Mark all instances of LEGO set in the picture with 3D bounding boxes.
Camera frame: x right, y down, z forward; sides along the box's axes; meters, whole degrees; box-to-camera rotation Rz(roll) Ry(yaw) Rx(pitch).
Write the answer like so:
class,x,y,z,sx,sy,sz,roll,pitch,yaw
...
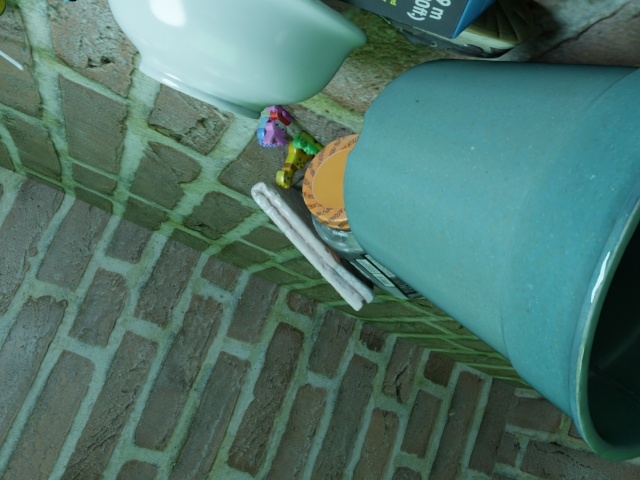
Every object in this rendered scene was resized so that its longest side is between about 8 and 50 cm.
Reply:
class,x,y,z,sx,sy,sz,roll,pitch,yaw
LEGO set,-0.055,-0.153,1.151,0.087,0.093,0.227,6,160,44

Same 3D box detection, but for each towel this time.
class,x,y,z,sx,sy,sz,roll,pitch,yaw
towel,0.000,0.000,1.292,0.317,0.053,0.332,47,-174,2

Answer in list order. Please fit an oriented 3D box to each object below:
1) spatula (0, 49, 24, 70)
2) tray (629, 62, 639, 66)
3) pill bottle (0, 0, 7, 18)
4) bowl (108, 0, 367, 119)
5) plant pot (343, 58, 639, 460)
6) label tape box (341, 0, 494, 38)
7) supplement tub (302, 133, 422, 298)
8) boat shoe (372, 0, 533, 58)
class,x,y,z,sx,sy,sz,roll,pitch,yaw
spatula,-0.651,-0.395,1.108,0.242,0.019,0.168,34,169,26
tray,0.433,-0.119,0.658,0.203,0.076,0.411,29,164,-27
pill bottle,-0.550,-0.404,0.971,0.065,0.065,0.116,22,165,-4
bowl,-0.109,-0.222,0.670,0.298,0.134,0.298,24,-168,-5
plant pot,0.216,-0.030,0.600,0.341,0.341,0.334,34,178,-42
label tape box,0.094,-0.280,0.473,0.334,0.105,0.240,20,166,3
supplement tub,0.117,-0.037,1.113,0.207,0.207,0.338,11,162,33
boat shoe,0.106,-0.242,0.643,0.224,0.080,0.073,17,161,-4
